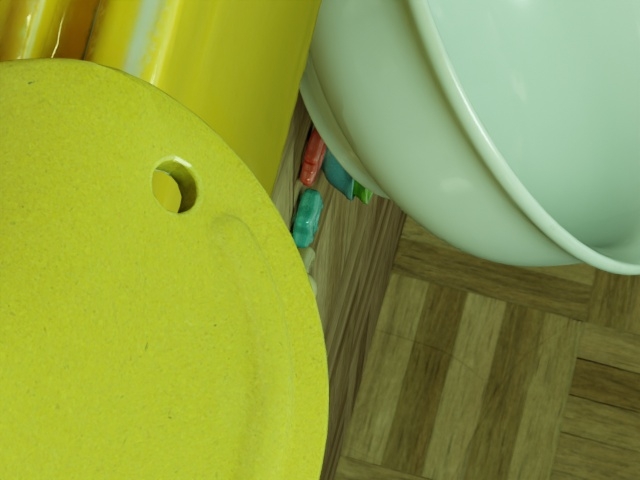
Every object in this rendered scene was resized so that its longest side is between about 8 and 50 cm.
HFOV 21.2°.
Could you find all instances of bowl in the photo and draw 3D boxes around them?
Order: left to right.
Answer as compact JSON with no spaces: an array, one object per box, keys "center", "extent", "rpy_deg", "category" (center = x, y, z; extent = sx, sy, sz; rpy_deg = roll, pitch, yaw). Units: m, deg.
[{"center":[0.078,-0.107,0.916],"extent":[0.298,0.134,0.297],"rpy_deg":[28,52,-42],"category":"bowl"}]

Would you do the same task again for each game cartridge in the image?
[{"center":[-0.033,-0.102,0.565],"extent":[0.323,0.053,0.285],"rpy_deg":[77,27,-84],"category":"game cartridge"}]

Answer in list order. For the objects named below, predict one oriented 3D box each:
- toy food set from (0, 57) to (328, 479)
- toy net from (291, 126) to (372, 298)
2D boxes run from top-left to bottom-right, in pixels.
[{"center":[-0.077,0.070,0.332],"extent":[0.071,0.128,0.218],"rpy_deg":[-23,-134,50],"category":"toy food set"},{"center":[0.000,0.000,1.183],"extent":[0.122,0.045,0.232],"rpy_deg":[92,14,-69],"category":"toy net"}]
